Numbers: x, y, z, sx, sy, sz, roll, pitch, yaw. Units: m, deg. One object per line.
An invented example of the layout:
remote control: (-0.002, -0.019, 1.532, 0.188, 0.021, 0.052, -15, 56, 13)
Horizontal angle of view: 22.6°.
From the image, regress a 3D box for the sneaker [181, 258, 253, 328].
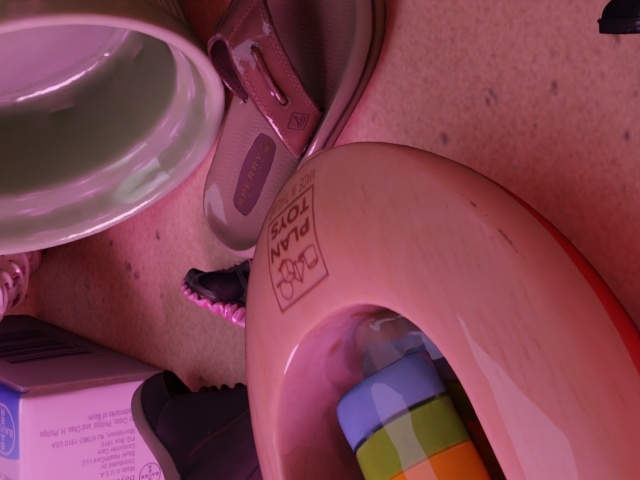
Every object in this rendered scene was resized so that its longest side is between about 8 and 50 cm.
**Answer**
sneaker: (-0.061, 0.035, 1.234, 0.119, 0.047, 0.057, 22, 91, 48)

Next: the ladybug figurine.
ladybug figurine: (0.100, 0.138, 0.932, 0.305, 0.162, 0.449, -40, 64, 48)

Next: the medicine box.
medicine box: (-0.261, 0.235, 1.428, 0.263, 0.149, 0.289, 14, 105, 51)

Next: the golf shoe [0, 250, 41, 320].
golf shoe: (-0.300, 0.032, 1.353, 0.306, 0.140, 0.115, -108, 31, -48)

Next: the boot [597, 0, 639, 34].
boot: (0.199, -0.162, 0.855, 0.121, 0.045, 0.099, -1, 96, 45)

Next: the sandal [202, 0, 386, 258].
sandal: (-0.035, -0.113, 1.132, 0.120, 0.086, 0.303, 44, 128, 40)

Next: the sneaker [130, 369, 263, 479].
sneaker: (-0.069, 0.140, 1.238, 0.118, 0.083, 0.222, -46, 30, 3)

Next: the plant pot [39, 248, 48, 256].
plant pot: (-0.296, -0.084, 1.521, 0.236, 0.032, 0.236, 12, 105, 52)

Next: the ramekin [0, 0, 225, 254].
ramekin: (-0.236, -0.130, 1.227, 0.303, 0.303, 0.148, -50, 50, 44)
